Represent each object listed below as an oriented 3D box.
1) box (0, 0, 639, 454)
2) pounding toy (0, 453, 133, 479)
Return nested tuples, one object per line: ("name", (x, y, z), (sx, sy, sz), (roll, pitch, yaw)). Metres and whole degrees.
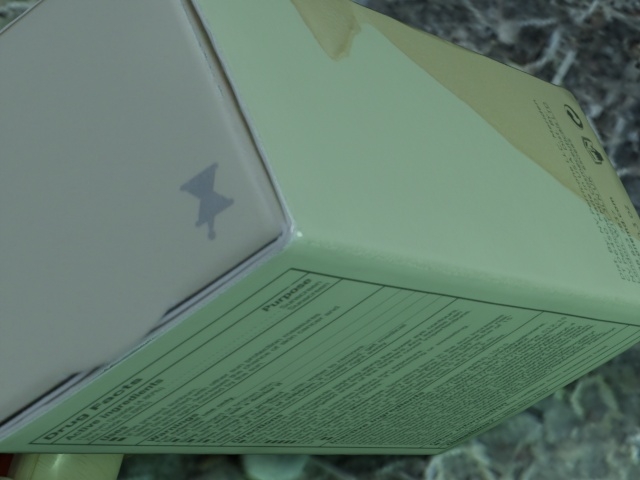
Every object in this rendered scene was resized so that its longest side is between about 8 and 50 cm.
("box", (0.000, 0.000, 0.684), (0.148, 0.311, 0.121), (-32, 68, 24))
("pounding toy", (-0.155, 0.115, 0.697), (0.269, 0.154, 0.155), (16, 64, -1))
